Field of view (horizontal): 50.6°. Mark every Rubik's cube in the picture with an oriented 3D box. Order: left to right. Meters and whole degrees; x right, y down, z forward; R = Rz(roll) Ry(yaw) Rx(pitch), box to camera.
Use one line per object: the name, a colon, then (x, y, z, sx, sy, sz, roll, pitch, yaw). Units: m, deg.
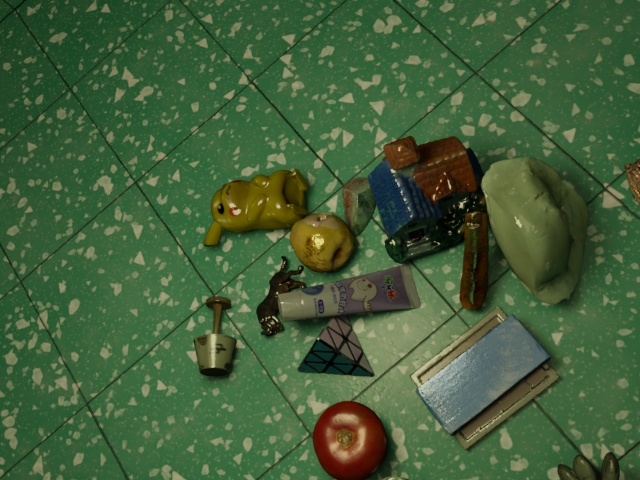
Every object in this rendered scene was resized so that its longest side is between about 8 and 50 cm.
Rubik's cube: (0.019, 0.246, 1.766, 0.211, 0.178, 0.190, -4, 69, 16)

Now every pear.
pear: (0.000, 0.000, 1.856, 0.178, 0.178, 0.178, -5, 71, 16)

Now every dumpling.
dumpling: (0.519, -0.037, 1.677, 0.212, 0.320, 0.270, 6, 39, 36)

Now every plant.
plant: (0.613, 0.605, 1.472, 0.146, 0.149, 0.274, -19, 65, 11)

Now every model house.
model house: (0.274, -0.133, 1.697, 0.295, 0.329, 0.251, -16, 70, 3)

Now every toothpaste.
toothpaste: (0.074, 0.148, 1.797, 0.371, 0.080, 0.125, -8, 67, -11)

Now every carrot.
carrot: (0.387, 0.049, 1.705, 0.070, 0.070, 0.260, 4, 107, 19)

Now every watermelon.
watermelon: (0.105, -0.105, 1.921, 0.094, 0.081, 0.180, -14, 61, 40)

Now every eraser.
eraser: (0.397, 0.331, 1.667, 0.312, 0.042, 0.144, -40, 66, 2)

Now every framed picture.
framed picture: (0.405, 0.341, 1.694, 0.293, 0.018, 0.231, -38, 65, 3)

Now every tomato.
tomato: (0.075, 0.500, 1.685, 0.195, 0.136, 0.195, -6, 68, 16)

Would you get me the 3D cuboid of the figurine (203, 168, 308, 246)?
figurine: (-0.191, -0.108, 1.955, 0.327, 0.169, 0.218, -4, 56, 14)

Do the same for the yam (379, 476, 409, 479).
yam: (0.191, 0.632, 1.556, 0.154, 0.254, 0.154, -10, 58, 17)

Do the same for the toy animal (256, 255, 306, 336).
toy animal: (-0.109, 0.153, 1.883, 0.148, 0.084, 0.232, 5, 78, 32)

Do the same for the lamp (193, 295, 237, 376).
lamp: (-0.292, 0.265, 1.891, 0.121, 0.121, 0.214, -8, 62, 15)

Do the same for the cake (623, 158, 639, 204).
cake: (0.856, -0.095, 1.650, 0.135, 0.098, 0.287, -35, 70, 6)
